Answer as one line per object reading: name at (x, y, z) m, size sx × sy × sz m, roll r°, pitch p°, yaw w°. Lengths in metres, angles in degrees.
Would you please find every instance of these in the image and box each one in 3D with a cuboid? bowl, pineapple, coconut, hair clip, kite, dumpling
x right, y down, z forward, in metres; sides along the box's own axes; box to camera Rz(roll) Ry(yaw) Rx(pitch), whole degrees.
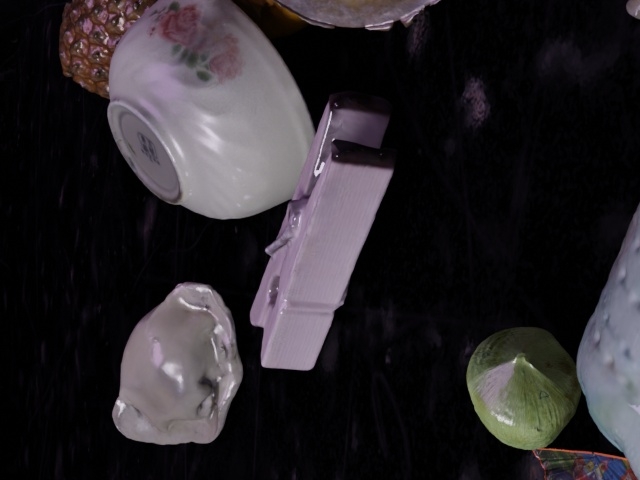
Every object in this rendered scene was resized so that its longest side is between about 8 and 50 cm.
bowl at (-0.142, -0.134, 1.408) m, size 0.277 × 0.145 × 0.277 m, roll 42°, pitch 156°, yaw 24°
pineapple at (-0.217, -0.342, 1.721) m, size 0.362 × 0.202 × 0.202 m, roll -39°, pitch 51°, yaw 50°
coconut at (0.151, 0.108, 0.937) m, size 0.096 × 0.087 × 0.088 m, roll 76°, pitch -179°, yaw -57°
hair clip at (-0.004, 0.000, 1.303) m, size 0.331 × 0.085 × 0.101 m, roll 114°, pitch 151°, yaw -42°
kite at (0.196, 0.209, 0.907) m, size 0.190 × 0.010 × 0.159 m, roll -111°, pitch 33°, yaw -45°
dumpling at (-0.177, 0.165, 1.629) m, size 0.250 × 0.162 × 0.132 m, roll -63°, pitch -5°, yaw 22°

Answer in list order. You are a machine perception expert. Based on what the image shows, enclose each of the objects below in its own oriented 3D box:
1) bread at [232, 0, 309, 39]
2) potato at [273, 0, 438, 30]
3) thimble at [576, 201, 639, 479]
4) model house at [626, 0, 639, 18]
bread at (-0.053, -0.349, 1.388) m, size 0.388 × 0.183 × 0.236 m, roll 178°, pitch 111°, yaw -73°
potato at (0.054, -0.273, 1.157) m, size 0.138 × 0.243 × 0.098 m, roll 69°, pitch -153°, yaw -45°
thimble at (0.241, 0.052, 0.611) m, size 0.211 × 0.185 × 0.149 m, roll 44°, pitch 130°, yaw 42°
model house at (0.228, -0.204, 0.705) m, size 0.122 × 0.188 × 0.229 m, roll 97°, pitch 162°, yaw -50°
